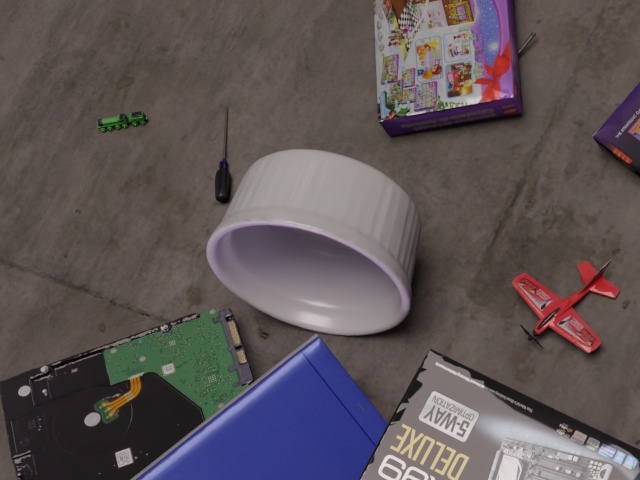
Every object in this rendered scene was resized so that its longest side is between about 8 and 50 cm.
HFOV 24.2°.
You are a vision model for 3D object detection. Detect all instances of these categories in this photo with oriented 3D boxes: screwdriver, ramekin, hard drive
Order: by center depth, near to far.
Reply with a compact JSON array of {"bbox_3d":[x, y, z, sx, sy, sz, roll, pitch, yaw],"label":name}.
[{"bbox_3d":[-0.065,0.299,1.896,0.319,0.040,0.210,-38,99,-3],"label":"hard drive"},{"bbox_3d":[0.000,0.000,1.970,0.277,0.277,0.135,6,58,21],"label":"ramekin"},{"bbox_3d":[-0.249,0.239,2.003,0.339,0.064,0.237,-20,50,-2],"label":"hard drive"},{"bbox_3d":[-0.143,-0.129,2.230,0.024,0.025,0.170,-9,53,15],"label":"screwdriver"}]

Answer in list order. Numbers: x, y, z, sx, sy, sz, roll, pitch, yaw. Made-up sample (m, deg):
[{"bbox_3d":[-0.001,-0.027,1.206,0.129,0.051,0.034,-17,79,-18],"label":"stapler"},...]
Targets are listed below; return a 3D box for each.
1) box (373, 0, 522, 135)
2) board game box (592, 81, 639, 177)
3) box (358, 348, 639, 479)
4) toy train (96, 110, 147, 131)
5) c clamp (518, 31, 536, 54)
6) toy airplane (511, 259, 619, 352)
[{"bbox_3d":[0.181,-0.307,2.161,0.201,0.057,0.293,-9,67,19],"label":"box"},{"bbox_3d":[0.475,-0.158,1.997,0.170,0.048,0.141,-50,60,3],"label":"board game box"},{"bbox_3d":[0.214,0.308,1.817,0.307,0.076,0.242,26,74,16],"label":"box"},{"bbox_3d":[-0.309,-0.185,2.306,0.083,0.023,0.017,-9,62,14],"label":"toy train"},{"bbox_3d":[0.214,-0.279,2.184,0.161,0.022,0.137,32,82,28],"label":"c clamp"},{"bbox_3d":[0.326,0.080,1.954,0.151,0.028,0.151,-7,63,14],"label":"toy airplane"}]
